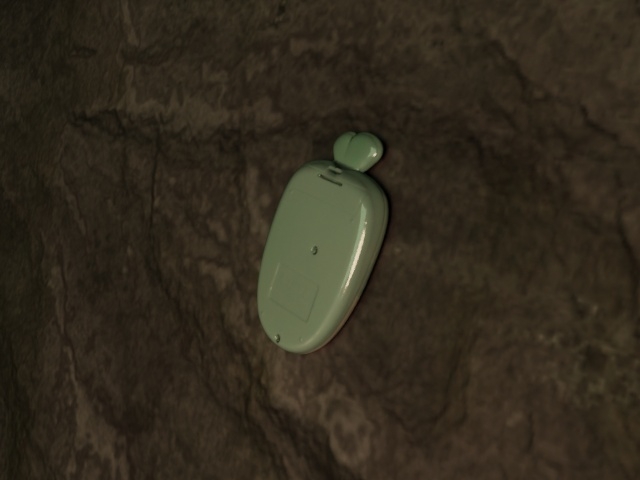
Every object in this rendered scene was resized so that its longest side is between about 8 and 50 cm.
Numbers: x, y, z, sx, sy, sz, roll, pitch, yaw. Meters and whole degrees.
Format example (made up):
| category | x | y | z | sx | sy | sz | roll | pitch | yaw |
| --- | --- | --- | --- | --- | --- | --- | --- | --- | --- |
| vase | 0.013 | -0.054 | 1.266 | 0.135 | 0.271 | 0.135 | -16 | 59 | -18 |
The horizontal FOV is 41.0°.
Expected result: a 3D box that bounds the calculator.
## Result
| category | x | y | z | sx | sy | sz | roll | pitch | yaw |
| --- | --- | --- | --- | --- | --- | --- | --- | --- | --- |
| calculator | 0.000 | 0.000 | 0.559 | 0.095 | 0.021 | 0.153 | 28 | 103 | 45 |
